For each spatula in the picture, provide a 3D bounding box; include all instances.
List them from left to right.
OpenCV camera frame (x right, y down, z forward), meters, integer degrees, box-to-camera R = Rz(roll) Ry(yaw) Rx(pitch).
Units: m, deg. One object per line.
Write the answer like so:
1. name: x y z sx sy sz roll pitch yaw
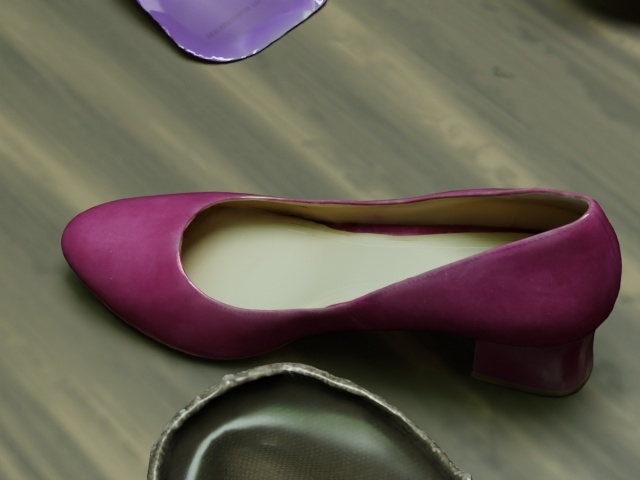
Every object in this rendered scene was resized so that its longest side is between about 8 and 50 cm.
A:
1. spatula: -0.122 -0.194 0.865 0.084 0.030 0.296 -39 60 -19

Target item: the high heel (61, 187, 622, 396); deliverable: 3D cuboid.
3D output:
1. high heel: 0.000 0.000 0.660 0.244 0.117 0.082 16 57 16

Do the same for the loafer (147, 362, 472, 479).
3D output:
1. loafer: 0.048 0.163 0.520 0.133 0.130 0.366 -30 54 -11
